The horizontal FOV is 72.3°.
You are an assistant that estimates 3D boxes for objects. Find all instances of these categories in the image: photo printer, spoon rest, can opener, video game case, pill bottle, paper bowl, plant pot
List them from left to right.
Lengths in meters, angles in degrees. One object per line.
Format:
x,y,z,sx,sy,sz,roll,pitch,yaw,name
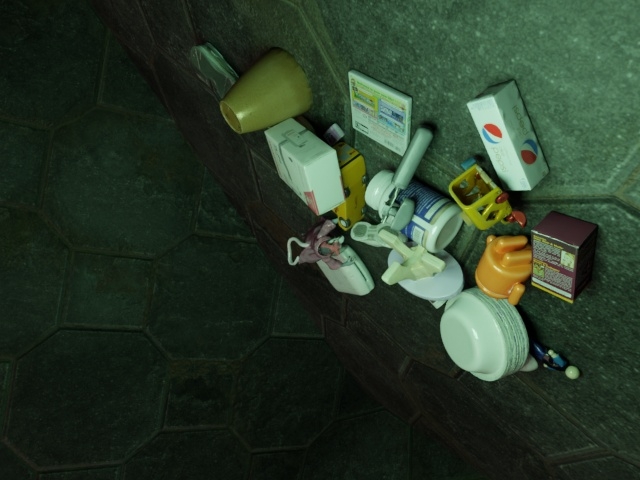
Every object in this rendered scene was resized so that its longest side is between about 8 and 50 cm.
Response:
-0.199,-0.473,1.457,0.237,0.254,0.237,44,159,21,plant pot
0.116,0.137,2.084,0.256,0.107,0.308,55,159,-13,photo printer
0.165,-0.353,1.220,0.212,0.023,0.193,39,158,31,video game case
0.238,-0.157,1.152,0.095,0.076,0.283,25,117,3,can opener
0.266,-0.093,1.272,0.265,0.153,0.153,39,157,31,pill bottle
0.484,0.291,1.357,0.284,0.148,0.283,168,90,-72,paper bowl
0.616,0.380,1.454,0.137,0.084,0.276,44,162,8,spoon rest

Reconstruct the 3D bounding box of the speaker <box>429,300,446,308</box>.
0.404,0.186,1.622,0.136,0.055,0.055,48,160,8,speaker

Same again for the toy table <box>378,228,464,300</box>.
0.308,0.061,1.376,0.275,0.252,0.161,18,160,40,toy table

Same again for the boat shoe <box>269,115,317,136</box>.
-0.125,-0.420,1.629,0.285,0.089,0.104,35,155,36,boat shoe

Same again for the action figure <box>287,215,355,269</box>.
0.000,0.000,1.821,0.370,0.276,0.247,-141,43,-80,action figure

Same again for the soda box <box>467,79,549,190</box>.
0.390,-0.211,0.905,0.216,0.074,0.069,58,159,-20,soda box

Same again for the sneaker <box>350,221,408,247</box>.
0.233,-0.015,1.619,0.232,0.090,0.115,15,172,41,sneaker

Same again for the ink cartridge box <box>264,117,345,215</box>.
-0.052,-0.246,1.439,0.283,0.117,0.207,47,161,42,ink cartridge box

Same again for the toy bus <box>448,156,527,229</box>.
0.372,-0.079,1.005,0.202,0.104,0.191,52,-164,-3,toy bus

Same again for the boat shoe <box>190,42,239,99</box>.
-0.384,-0.665,1.774,0.320,0.103,0.118,46,142,-3,boat shoe

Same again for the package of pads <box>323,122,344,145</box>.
0.045,-0.354,1.466,0.050,0.032,0.083,54,160,-5,package of pads

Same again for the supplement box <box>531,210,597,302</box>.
0.549,0.038,0.995,0.104,0.081,0.188,31,153,45,supplement box

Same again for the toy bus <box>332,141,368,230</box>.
0.088,-0.181,1.567,0.130,0.108,0.332,41,159,26,toy bus

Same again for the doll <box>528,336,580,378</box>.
0.681,0.347,1.313,0.189,0.046,0.129,38,165,30,doll

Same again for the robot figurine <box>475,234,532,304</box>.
0.480,0.071,1.144,0.158,0.128,0.219,38,156,25,robot figurine
